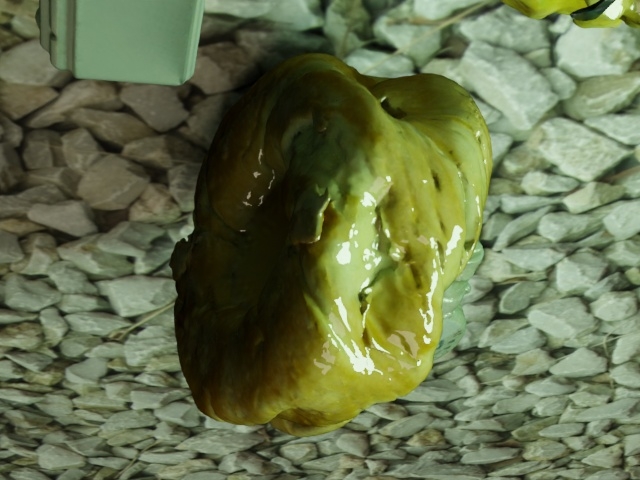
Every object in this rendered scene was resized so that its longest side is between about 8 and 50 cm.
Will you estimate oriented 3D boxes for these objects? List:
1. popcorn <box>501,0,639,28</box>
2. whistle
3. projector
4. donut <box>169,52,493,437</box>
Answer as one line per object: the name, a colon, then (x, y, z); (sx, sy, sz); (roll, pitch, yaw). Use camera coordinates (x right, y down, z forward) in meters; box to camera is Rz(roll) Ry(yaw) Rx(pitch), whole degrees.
popcorn: (0.209, -0.247, 0.754); (0.249, 0.225, 0.249); (-1, 138, -1)
whistle: (0.135, 0.082, 1.408); (0.126, 0.067, 0.258); (-6, 146, -23)
projector: (-0.115, -0.244, 0.676); (0.099, 0.256, 0.192); (2, 147, -10)
donut: (0.000, 0.000, 1.000); (0.170, 0.360, 0.360); (15, 142, -28)
